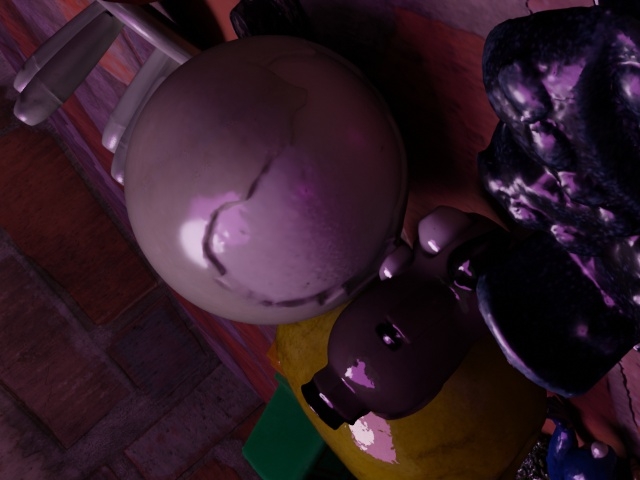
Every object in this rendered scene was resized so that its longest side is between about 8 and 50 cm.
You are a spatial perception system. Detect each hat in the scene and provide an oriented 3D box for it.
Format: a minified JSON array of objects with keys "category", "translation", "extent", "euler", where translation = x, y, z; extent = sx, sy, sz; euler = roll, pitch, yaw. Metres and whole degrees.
[{"category":"hat","translation":[-0.061,-0.225,1.023],"extent":[0.121,0.050,0.121],"euler":[43,166,14]}]

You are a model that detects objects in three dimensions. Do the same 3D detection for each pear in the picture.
[{"category":"pear","translation":[0.100,0.153,1.105],"extent":[0.307,0.253,0.253],"euler":[33,160,31]}]

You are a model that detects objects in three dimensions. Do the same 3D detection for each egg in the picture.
[{"category":"egg","translation":[-0.048,-0.056,0.957],"extent":[0.278,0.278,0.336],"euler":[51,172,-8]}]

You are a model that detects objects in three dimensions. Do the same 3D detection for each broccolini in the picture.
[{"category":"broccolini","translation":[0.326,0.329,1.310],"extent":[0.202,0.091,0.068],"euler":[41,-148,-15]}]

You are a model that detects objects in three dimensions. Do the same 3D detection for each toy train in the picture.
[{"category":"toy train","translation":[0.068,0.261,1.385],"extent":[0.429,0.249,0.178],"euler":[31,-179,-43]}]

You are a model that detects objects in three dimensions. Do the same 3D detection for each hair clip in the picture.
[{"category":"hair clip","translation":[0.205,-0.007,0.539],"extent":[0.310,0.194,0.206],"euler":[51,159,-1]}]

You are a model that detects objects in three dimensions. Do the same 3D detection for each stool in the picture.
[{"category":"stool","translation":[-0.264,-0.210,1.269],"extent":[0.195,0.199,0.195],"euler":[33,-169,-26]}]

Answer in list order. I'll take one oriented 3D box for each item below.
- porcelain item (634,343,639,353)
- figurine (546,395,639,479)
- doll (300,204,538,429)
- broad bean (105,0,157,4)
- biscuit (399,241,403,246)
[{"category":"porcelain item","translation":[0.281,0.065,0.804],"extent":[0.075,0.021,0.136],"euler":[52,166,-10]},{"category":"figurine","translation":[0.313,0.310,1.142],"extent":[0.164,0.120,0.262],"euler":[36,159,52]},{"category":"doll","translation":[0.098,0.068,0.910],"extent":[0.117,0.257,0.182],"euler":[43,-173,13]},{"category":"broad bean","translation":[-0.204,-0.320,1.074],"extent":[0.228,0.156,0.122],"euler":[-151,66,-70]},{"category":"biscuit","translation":[0.000,0.000,1.273],"extent":[0.280,0.043,0.183],"euler":[26,123,24]}]
